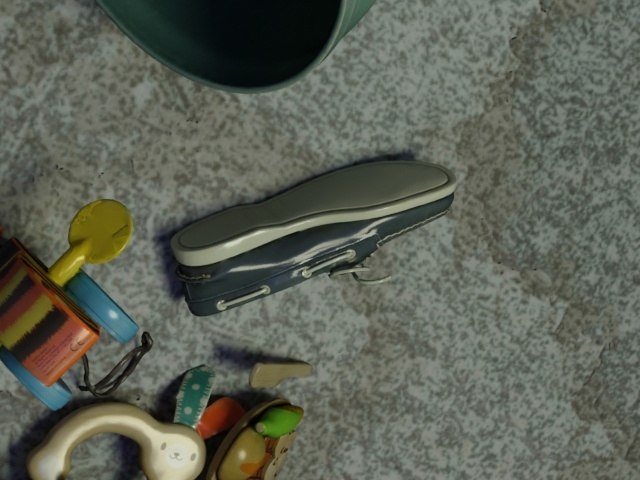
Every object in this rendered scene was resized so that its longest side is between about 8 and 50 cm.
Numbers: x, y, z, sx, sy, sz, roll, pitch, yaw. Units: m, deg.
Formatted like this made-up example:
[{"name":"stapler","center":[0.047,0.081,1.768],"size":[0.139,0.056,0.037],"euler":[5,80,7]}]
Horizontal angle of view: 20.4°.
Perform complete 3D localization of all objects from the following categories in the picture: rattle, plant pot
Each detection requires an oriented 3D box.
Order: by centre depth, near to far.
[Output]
[{"name":"plant pot","center":[-0.040,-0.282,1.306],"size":[0.196,0.293,0.293],"euler":[-40,126,-37]},{"name":"rattle","center":[-0.141,0.185,1.503],"size":[0.200,0.143,0.130],"euler":[-21,84,-14]}]

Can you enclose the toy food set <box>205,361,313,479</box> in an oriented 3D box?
[{"name":"toy food set","center":[-0.058,0.199,1.583],"size":[0.192,0.039,0.132],"euler":[-64,157,10]}]

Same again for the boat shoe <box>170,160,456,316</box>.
[{"name":"boat shoe","center":[0.000,0.000,1.529],"size":[0.255,0.095,0.079],"euler":[-19,116,-16]}]

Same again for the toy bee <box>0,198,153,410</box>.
[{"name":"toy bee","center":[-0.235,0.056,1.395],"size":[0.162,0.298,0.195],"euler":[44,65,5]}]
